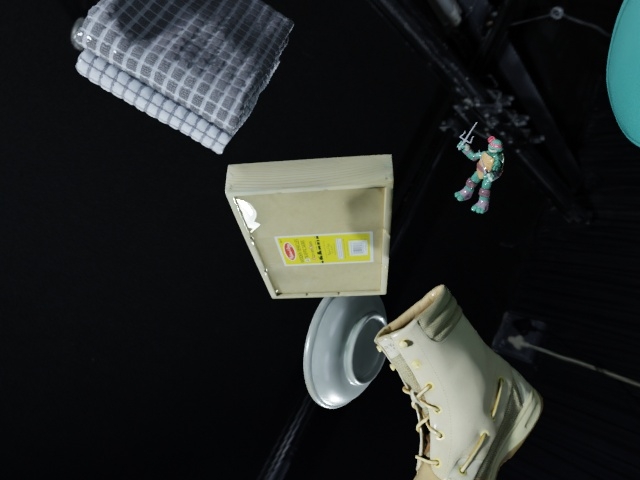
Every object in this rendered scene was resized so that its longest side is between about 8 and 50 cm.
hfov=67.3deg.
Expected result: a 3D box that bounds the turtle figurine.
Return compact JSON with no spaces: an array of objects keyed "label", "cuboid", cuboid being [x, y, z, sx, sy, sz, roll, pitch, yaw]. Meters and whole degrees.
[{"label":"turtle figurine","cuboid":[0.466,-0.207,1.379,0.117,0.175,0.234,-2,-55,-12]}]

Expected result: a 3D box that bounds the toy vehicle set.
[{"label":"toy vehicle set","cuboid":[0.000,0.000,0.582,0.267,0.165,0.035,81,-172,-60]}]

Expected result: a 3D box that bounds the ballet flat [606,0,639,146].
[{"label":"ballet flat","cuboid":[0.278,-0.172,0.268,0.482,0.181,0.164,14,-123,-60]}]

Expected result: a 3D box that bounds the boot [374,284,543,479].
[{"label":"boot","cuboid":[0.121,0.198,0.554,0.262,0.095,0.203,-41,-86,-23]}]

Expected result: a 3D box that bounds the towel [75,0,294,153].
[{"label":"towel","cuboid":[-0.182,-0.298,0.715,0.234,0.121,0.284,27,-126,-11]}]

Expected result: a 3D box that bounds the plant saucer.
[{"label":"plant saucer","cuboid":[0.111,0.310,1.432,0.400,0.100,0.401,-15,-71,-51]}]
